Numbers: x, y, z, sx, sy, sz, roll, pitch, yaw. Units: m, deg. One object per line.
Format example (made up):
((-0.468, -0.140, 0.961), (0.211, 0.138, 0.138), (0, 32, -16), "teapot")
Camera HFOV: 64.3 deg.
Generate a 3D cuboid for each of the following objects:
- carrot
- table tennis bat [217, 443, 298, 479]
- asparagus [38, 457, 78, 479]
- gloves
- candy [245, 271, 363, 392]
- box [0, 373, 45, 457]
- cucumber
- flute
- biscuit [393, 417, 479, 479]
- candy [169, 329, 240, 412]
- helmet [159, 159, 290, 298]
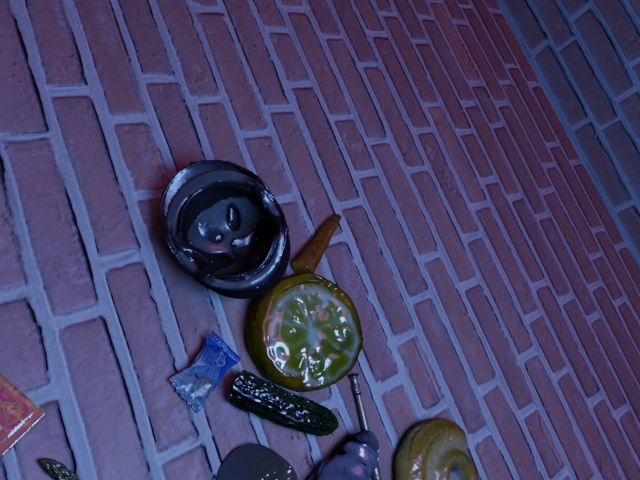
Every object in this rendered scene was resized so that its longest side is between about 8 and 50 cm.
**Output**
((0.000, 0.000, 1.255), (0.057, 0.057, 0.224), (41, 49, -10), "carrot")
((-0.083, 0.472, 0.932), (0.234, 0.022, 0.131), (30, 59, 16), "table tennis bat")
((-0.370, 0.437, 0.821), (0.034, 0.027, 0.236), (-37, 90, -27), "asparagus")
((0.024, 0.499, 1.005), (0.142, 0.119, 0.285), (23, 55, 16), "gloves")
((-0.033, 0.195, 1.096), (0.260, 0.118, 0.259), (12, 62, -25), "candy")
((-0.529, 0.259, 0.809), (0.156, 0.022, 0.089), (44, 53, -8), "box")
((-0.070, 0.339, 1.029), (0.265, 0.077, 0.077), (29, 55, -16), "cucumber")
((0.100, 0.413, 1.133), (0.027, 0.027, 0.233), (-1, 68, -33), "flute")
((0.264, 0.545, 1.134), (0.213, 0.091, 0.274), (0, 70, -35), "biscuit")
((-0.227, 0.254, 0.997), (0.088, 0.038, 0.136), (51, 57, -19), "candy")
((-0.181, -0.010, 1.054), (0.225, 0.177, 0.305), (-32, 65, -6), "helmet")
